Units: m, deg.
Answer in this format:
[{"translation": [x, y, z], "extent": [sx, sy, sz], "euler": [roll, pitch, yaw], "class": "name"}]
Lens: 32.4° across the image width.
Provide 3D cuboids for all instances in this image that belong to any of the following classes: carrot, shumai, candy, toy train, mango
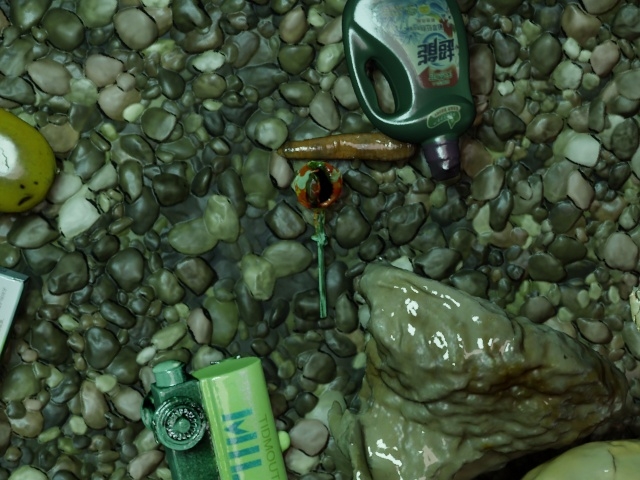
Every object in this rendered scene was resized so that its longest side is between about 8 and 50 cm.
[{"translation": [0.031, -0.107, 1.261], "extent": [0.165, 0.035, 0.036], "euler": [-1, 94, -6], "class": "carrot"}, {"translation": [0.150, 0.191, 1.176], "extent": [0.314, 0.267, 0.263], "euler": [21, 88, -2], "class": "shumai"}, {"translation": [0.000, 0.000, 1.265], "extent": [0.055, 0.049, 0.185], "euler": [-2, 102, 0], "class": "candy"}, {"translation": [-0.107, 0.246, 1.237], "extent": [0.157, 0.105, 0.253], "euler": [-15, 97, -20], "class": "toy train"}, {"translation": [-0.363, -0.095, 1.191], "extent": [0.161, 0.076, 0.103], "euler": [32, 96, 0], "class": "mango"}]

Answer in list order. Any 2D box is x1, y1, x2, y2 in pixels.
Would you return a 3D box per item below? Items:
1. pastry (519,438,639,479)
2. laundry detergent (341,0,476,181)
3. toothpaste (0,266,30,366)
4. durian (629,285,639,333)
[{"translation": [0.323, 0.394, 1.209], "extent": [0.409, 0.245, 0.410], "euler": [-6, 106, -22], "class": "pastry"}, {"translation": [0.104, -0.174, 1.230], "extent": [0.144, 0.078, 0.222], "euler": [-10, 88, -17], "class": "laundry detergent"}, {"translation": [-0.412, 0.188, 1.205], "extent": [0.081, 0.067, 0.337], "euler": [19, 92, -9], "class": "toothpaste"}, {"translation": [0.424, 0.103, 1.331], "extent": [0.066, 0.052, 0.130], "euler": [-29, 95, 34], "class": "durian"}]
